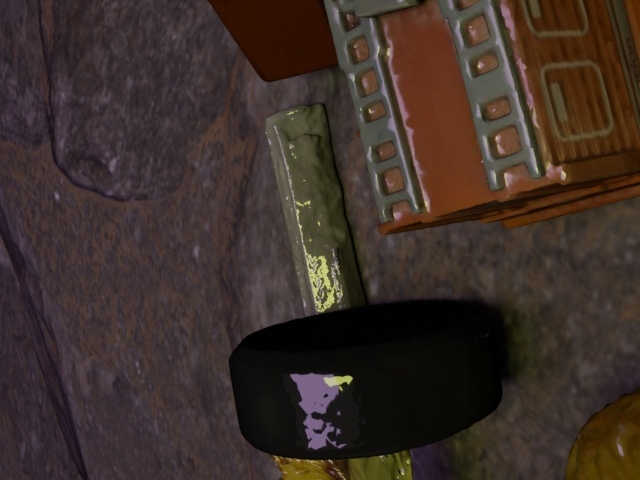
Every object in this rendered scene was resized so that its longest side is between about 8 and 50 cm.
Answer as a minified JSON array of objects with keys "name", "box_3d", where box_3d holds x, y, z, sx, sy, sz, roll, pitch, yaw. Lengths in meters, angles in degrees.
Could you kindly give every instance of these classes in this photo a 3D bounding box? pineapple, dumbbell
[{"name":"pineapple","box_3d":[0.009,0.212,0.784,0.116,0.069,0.137,14,117,38]},{"name":"dumbbell","box_3d":[0.052,0.221,0.631,0.204,0.204,0.322,-4,95,46]}]

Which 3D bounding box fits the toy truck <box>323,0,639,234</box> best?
[{"name":"toy truck","box_3d":[0.090,-0.201,0.499,0.173,0.207,0.387,-17,86,46]}]

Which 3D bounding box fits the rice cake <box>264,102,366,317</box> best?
[{"name":"rice cake","box_3d":[0.000,0.000,0.750,0.057,0.052,0.256,-12,90,17]}]

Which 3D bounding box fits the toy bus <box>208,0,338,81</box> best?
[{"name":"toy bus","box_3d":[-0.060,-0.226,0.531,0.093,0.409,0.092,-13,73,10]}]

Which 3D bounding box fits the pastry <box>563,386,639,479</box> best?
[{"name":"pastry","box_3d":[0.264,0.192,0.475,0.240,0.132,0.235,50,138,35]}]
